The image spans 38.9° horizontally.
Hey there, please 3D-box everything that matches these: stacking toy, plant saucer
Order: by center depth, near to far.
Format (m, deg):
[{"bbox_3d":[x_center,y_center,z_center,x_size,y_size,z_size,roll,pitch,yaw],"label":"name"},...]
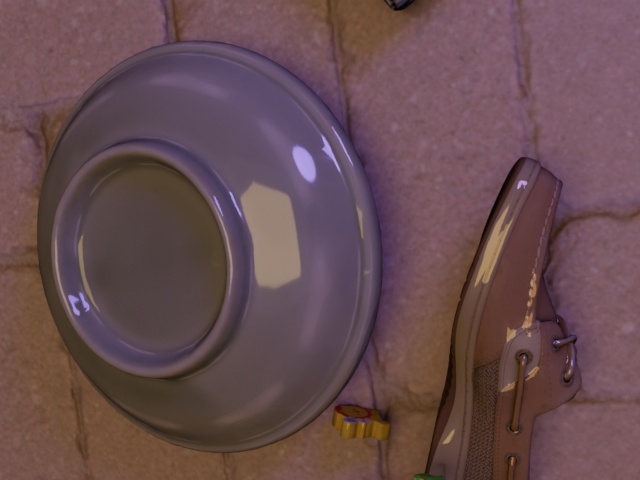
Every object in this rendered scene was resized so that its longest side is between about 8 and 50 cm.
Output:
[{"bbox_3d":[0.049,0.259,0.791,0.052,0.221,0.167,6,99,-18],"label":"stacking toy"},{"bbox_3d":[-0.141,0.014,0.846,0.400,0.100,0.401,4,98,29],"label":"plant saucer"}]

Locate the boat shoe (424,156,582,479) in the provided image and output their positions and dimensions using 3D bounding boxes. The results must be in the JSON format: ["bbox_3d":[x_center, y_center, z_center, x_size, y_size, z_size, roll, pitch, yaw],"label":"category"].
[{"bbox_3d":[0.168,0.099,0.778,0.110,0.121,0.341,13,110,13],"label":"boat shoe"}]

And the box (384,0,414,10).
[{"bbox_3d":[0.099,-0.340,0.770,0.232,0.059,0.183,-37,94,19],"label":"box"}]
